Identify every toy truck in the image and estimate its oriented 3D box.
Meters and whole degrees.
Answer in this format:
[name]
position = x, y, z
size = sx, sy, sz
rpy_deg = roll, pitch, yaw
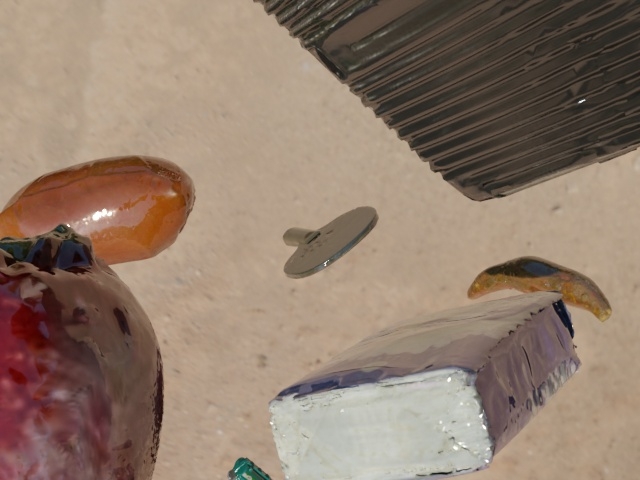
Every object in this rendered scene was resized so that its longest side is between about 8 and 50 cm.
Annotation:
[toy truck]
position = -0.082, 0.309, 1.601
size = 0.044, 0.083, 0.039
rpy_deg = -41, 32, 6

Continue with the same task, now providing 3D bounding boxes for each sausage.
[sausage]
position = -0.277, -0.034, 1.554
size = 0.258, 0.133, 0.133
rpy_deg = -13, 67, 11

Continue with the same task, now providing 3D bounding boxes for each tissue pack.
[tissue pack]
position = 0.126, 0.156, 1.389
size = 0.242, 0.343, 0.125
rpy_deg = -14, 95, 28

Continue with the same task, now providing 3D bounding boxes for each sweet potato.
[sweet potato]
position = 0.312, 0.061, 1.819
size = 0.255, 0.058, 0.078
rpy_deg = 8, 101, 44

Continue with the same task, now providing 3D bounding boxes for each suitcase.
[suitcase]
position = 0.106, -0.156, 0.477
size = 0.229, 0.335, 0.152
rpy_deg = 43, 61, -15

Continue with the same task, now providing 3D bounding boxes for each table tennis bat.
[table tennis bat]
position = 0.000, 0.000, 1.573
size = 0.131, 0.234, 0.022
rpy_deg = -41, 104, -12

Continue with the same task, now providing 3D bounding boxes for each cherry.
[cherry]
position = -0.187, 0.109, 0.784
size = 0.175, 0.192, 0.250
rpy_deg = -26, 78, 16
